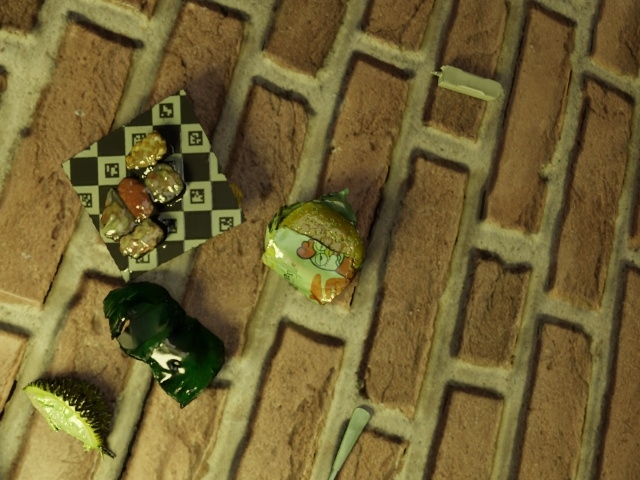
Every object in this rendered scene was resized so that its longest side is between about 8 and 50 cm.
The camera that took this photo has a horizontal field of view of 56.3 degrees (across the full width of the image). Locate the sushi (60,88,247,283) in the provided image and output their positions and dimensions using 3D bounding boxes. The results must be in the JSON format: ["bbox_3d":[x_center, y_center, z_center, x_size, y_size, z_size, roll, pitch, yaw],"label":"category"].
[{"bbox_3d":[-0.330,-0.104,1.162,0.292,0.059,0.294,-29,88,2],"label":"sushi"}]

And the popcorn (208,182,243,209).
[{"bbox_3d":[-0.197,-0.094,1.233,0.084,0.084,0.084,2,80,-13],"label":"popcorn"}]

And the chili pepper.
[{"bbox_3d":[-0.297,0.180,1.137,0.148,0.116,0.264,-43,93,-19],"label":"chili pepper"}]

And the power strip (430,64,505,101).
[{"bbox_3d":[0.350,-0.374,1.425,0.191,0.030,0.048,14,79,-11],"label":"power strip"}]

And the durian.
[{"bbox_3d":[-0.452,0.320,1.113,0.215,0.086,0.100,40,108,-1],"label":"durian"}]

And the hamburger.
[{"bbox_3d":[0.002,-0.003,1.231,0.214,0.125,0.235,43,88,-13],"label":"hamburger"}]

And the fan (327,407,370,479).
[{"bbox_3d":[0.046,0.435,1.229,0.038,0.016,0.193,30,74,-4],"label":"fan"}]
